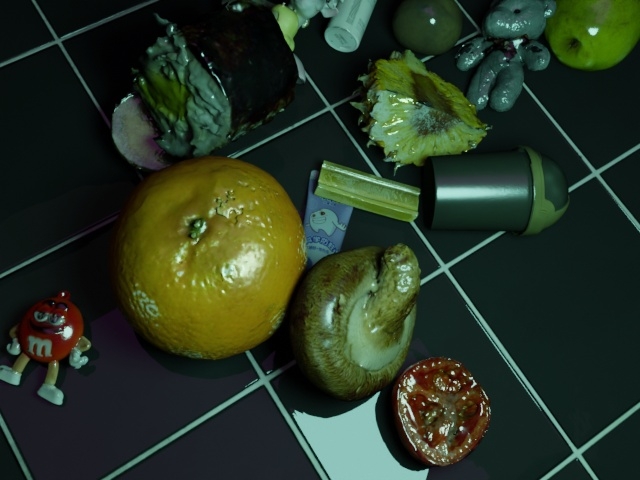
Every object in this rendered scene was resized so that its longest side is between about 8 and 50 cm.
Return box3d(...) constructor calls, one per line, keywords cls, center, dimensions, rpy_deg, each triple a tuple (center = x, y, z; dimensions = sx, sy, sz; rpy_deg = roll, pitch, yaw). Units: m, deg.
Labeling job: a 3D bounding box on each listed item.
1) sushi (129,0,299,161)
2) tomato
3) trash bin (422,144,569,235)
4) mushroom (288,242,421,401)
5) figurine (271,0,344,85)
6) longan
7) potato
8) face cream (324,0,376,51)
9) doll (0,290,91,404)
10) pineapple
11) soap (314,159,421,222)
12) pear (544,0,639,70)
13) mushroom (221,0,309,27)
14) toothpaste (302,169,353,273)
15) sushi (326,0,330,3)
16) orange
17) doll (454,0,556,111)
box3d(cls="sushi", center=(-0.224, -0.355, 1.508), dimensions=(0.281, 0.299, 0.294), rpy_deg=(49, 48, 3))
box3d(cls="tomato", center=(0.246, 0.367, 1.466), dimensions=(0.227, 0.101, 0.228), rpy_deg=(5, 70, -14))
box3d(cls="trash bin", center=(0.415, -0.116, 1.609), dimensions=(0.333, 0.214, 0.214), rpy_deg=(1, 69, -1))
box3d(cls="mushroom", center=(0.075, 0.166, 1.417), dimensions=(0.345, 0.239, 0.345), rpy_deg=(-8, 109, -25))
box3d(cls="figurine", center=(-0.036, -0.545, 1.635), dimensions=(0.206, 0.284, 0.316), rpy_deg=(22, 91, -6))
box3d(cls="longan", center=(0.280, -0.564, 1.786), dimensions=(0.189, 0.189, 0.189), rpy_deg=(2, 69, -6))
box3d(cls="potato", center=(-0.392, -0.216, 1.610), dimensions=(0.243, 0.098, 0.138), rpy_deg=(43, 76, -1))
box3d(cls="face cream", center=(0.109, -0.666, 1.837), dimensions=(0.101, 0.102, 0.346), rpy_deg=(20, 70, 1))
box3d(cls="doll", center=(-0.565, 0.211, 1.434), dimensions=(0.183, 0.085, 0.217), rpy_deg=(22, 77, 3))
box3d(cls="pineapple", center=(0.204, -0.320, 1.708), dimensions=(0.344, 0.209, 0.286), rpy_deg=(15, 38, -26))
box3d(cls="soap", center=(0.114, -0.116, 1.645), dimensions=(0.251, 0.037, 0.092), rpy_deg=(17, 53, -4))
box3d(cls="pear", center=(0.728, -0.586, 1.805), dimensions=(0.307, 0.253, 0.253), rpy_deg=(-40, 79, -19))
box3d(cls="mushroom", center=(-0.141, -0.588, 1.782), dimensions=(0.225, 0.093, 0.116), rpy_deg=(0, 48, -2))
box3d(cls="toothpaste", center=(0.000, 0.000, 1.594), dimensions=(0.125, 0.080, 0.371), rpy_deg=(15, 59, -1))
box3d(cls="sushi", center=(-0.050, -0.764, 1.879), dimensions=(0.219, 0.047, 0.232), rpy_deg=(8, 68, -6))
box3d(cls="orange", center=(-0.228, 0.030, 1.407), dimensions=(0.423, 0.326, 0.424), rpy_deg=(1, 75, -4))
box3d(cls="doll", center=(0.468, -0.496, 1.762), dimensions=(0.245, 0.158, 0.341), rpy_deg=(16, 73, 40))
